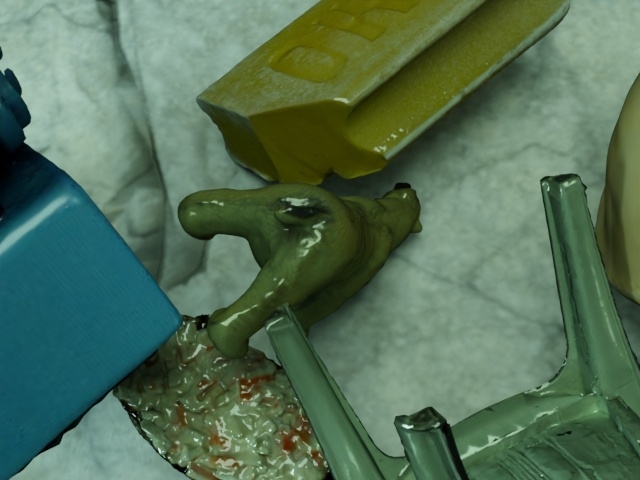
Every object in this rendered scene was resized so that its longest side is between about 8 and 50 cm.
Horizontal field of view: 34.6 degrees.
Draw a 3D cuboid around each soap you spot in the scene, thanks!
[{"bbox_3d":[0.043,-0.129,0.718,0.232,0.073,0.140,-40,33,-16],"label":"soap"}]

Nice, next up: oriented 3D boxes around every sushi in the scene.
[{"bbox_3d":[-0.056,0.108,0.623,0.150,0.078,0.090,34,70,19],"label":"sushi"}]

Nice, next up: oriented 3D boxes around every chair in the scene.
[{"bbox_3d":[0.123,0.143,0.528,0.203,0.274,0.190,-27,25,-8],"label":"chair"}]

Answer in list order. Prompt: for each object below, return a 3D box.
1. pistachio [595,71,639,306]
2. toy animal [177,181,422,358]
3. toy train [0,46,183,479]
[{"bbox_3d":[0.292,-0.071,0.621,0.230,0.230,0.309,31,64,19],"label":"pistachio"},{"bbox_3d":[0.000,0.000,0.634,0.101,0.219,0.103,-29,79,17],"label":"toy animal"},{"bbox_3d":[-0.225,-0.011,0.572,0.188,0.265,0.300,-41,33,-14],"label":"toy train"}]
